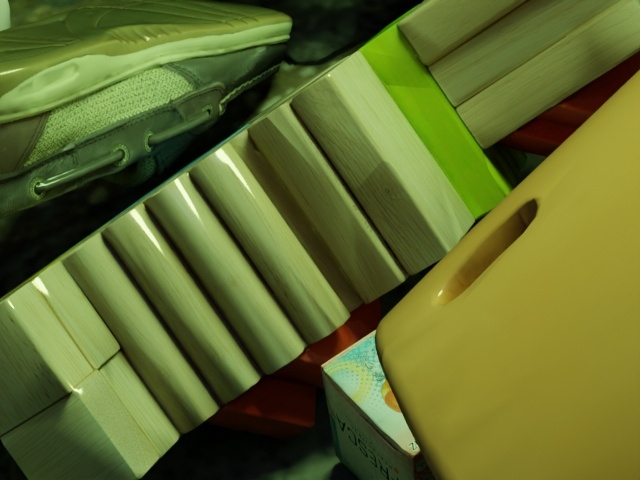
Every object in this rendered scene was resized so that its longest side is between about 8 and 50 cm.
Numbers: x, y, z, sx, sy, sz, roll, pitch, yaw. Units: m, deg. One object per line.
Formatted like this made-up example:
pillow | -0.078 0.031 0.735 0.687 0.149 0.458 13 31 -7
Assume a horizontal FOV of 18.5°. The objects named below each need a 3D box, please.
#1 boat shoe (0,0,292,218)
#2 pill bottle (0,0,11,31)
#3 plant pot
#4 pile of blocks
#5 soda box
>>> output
boat shoe | -0.089 -0.059 0.842 0.080 0.073 0.223 10 18 29
pill bottle | -0.249 -0.004 0.774 0.176 0.176 0.319 4 50 12
plant pot | 0.152 0.063 0.608 0.203 0.291 0.291 -31 49 4
pile of blocks | 0.000 0.000 0.797 0.362 0.149 0.113 -35 95 -8
soda box | 0.091 0.036 0.763 0.183 0.063 0.058 -31 51 -19
